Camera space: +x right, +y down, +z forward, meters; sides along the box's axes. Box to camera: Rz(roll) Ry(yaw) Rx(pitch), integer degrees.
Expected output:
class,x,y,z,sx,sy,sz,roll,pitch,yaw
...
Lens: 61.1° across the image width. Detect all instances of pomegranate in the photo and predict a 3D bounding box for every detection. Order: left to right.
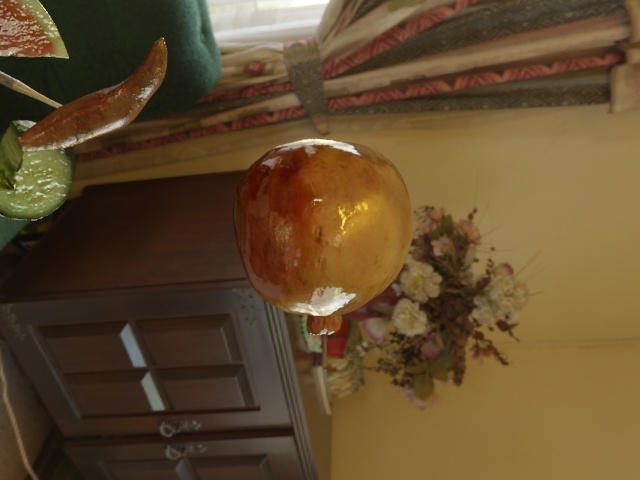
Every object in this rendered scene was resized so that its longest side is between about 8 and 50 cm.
class,x,y,z,sx,sy,sz,roll,pitch,yaw
pomegranate,0.000,0.000,0.739,0.252,0.228,0.271,4,-85,62

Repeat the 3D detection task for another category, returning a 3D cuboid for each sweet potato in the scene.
class,x,y,z,sx,sy,sz,roll,pitch,yaw
sweet potato,-0.311,-0.192,0.777,0.058,0.255,0.078,62,5,37

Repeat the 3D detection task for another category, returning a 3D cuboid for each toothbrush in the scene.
class,x,y,z,sx,sy,sz,roll,pitch,yaw
toothbrush,-0.635,-0.328,1.095,0.025,0.342,0.030,-51,-160,45

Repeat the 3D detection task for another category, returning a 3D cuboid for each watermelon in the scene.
class,x,y,z,sx,sy,sz,roll,pitch,yaw
watermelon,-0.612,-0.417,0.976,0.256,0.260,0.176,7,-76,52

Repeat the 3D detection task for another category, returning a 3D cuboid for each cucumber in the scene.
class,x,y,z,sx,sy,sz,roll,pitch,yaw
cucumber,-0.625,-0.145,1.146,0.130,0.191,0.191,44,-10,19
